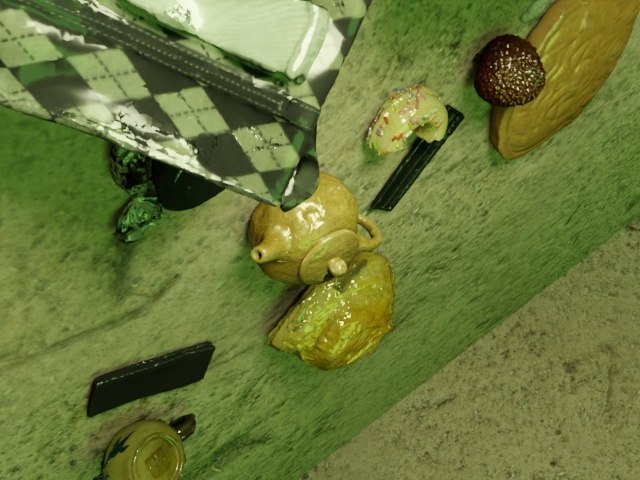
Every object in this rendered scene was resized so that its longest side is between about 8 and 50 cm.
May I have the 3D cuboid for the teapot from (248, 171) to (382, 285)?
[{"bbox_3d":[0.000,0.000,0.906,0.311,0.167,0.203,-5,134,-45],"label":"teapot"}]

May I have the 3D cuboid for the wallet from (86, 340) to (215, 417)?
[{"bbox_3d":[-0.330,0.272,1.040,0.244,0.025,0.124,-12,139,-41],"label":"wallet"}]

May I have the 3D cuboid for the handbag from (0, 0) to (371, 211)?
[{"bbox_3d":[-0.067,-0.246,0.363,0.316,0.180,0.416,26,111,-12],"label":"handbag"}]

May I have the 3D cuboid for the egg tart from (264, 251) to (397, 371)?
[{"bbox_3d":[0.066,0.179,1.230,0.339,0.153,0.351,-44,150,1],"label":"egg tart"}]

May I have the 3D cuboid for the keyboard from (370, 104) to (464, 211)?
[{"bbox_3d":[0.191,-0.158,1.054,0.087,0.017,0.251,4,129,-51],"label":"keyboard"}]

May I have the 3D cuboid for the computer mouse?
[{"bbox_3d":[-0.117,-0.150,0.662,0.269,0.086,0.138,-44,166,-23],"label":"computer mouse"}]

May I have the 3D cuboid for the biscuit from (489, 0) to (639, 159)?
[{"bbox_3d":[0.518,-0.346,1.118,0.365,0.062,0.385,-28,148,-20],"label":"biscuit"}]

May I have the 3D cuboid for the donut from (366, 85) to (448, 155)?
[{"bbox_3d":[0.163,-0.208,0.910,0.165,0.065,0.108,-16,142,-34],"label":"donut"}]

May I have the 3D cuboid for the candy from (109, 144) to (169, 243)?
[{"bbox_3d":[-0.237,-0.082,0.660,0.093,0.051,0.226,-18,144,-26],"label":"candy"}]

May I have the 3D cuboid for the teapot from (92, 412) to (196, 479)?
[{"bbox_3d":[-0.385,0.468,1.136,0.182,0.173,0.269,-19,-166,38],"label":"teapot"}]

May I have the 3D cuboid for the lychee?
[{"bbox_3d":[0.333,-0.296,0.932,0.129,0.123,0.123,11,132,-9],"label":"lychee"}]
